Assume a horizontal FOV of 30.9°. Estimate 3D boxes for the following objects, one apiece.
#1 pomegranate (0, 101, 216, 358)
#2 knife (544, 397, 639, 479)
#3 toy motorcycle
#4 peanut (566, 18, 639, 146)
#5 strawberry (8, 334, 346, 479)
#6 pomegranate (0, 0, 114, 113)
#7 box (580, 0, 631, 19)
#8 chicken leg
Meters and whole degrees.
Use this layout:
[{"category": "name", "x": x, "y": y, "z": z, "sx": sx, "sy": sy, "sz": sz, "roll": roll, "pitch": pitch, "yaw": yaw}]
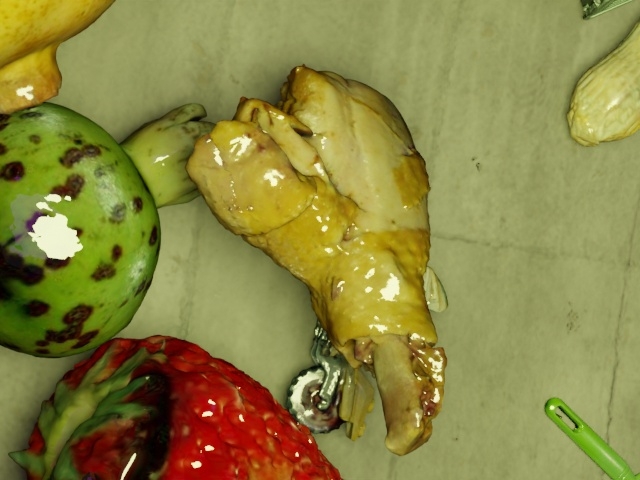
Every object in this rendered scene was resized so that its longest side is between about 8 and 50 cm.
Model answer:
[{"category": "pomegranate", "x": -0.224, "y": -0.012, "z": 1.094, "sx": 0.305, "sy": 0.242, "sz": 0.243, "roll": -3, "pitch": 91, "yaw": -29}, {"category": "knife", "x": 0.336, "y": 0.246, "z": 1.317, "sx": 0.212, "sy": 0.015, "sz": 0.054, "roll": 43, "pitch": 81, "yaw": -10}, {"category": "toy motorcycle", "x": 0.055, "y": 0.102, "z": 1.212, "sx": 0.129, "sy": 0.094, "sz": 0.229, "roll": 22, "pitch": 84, "yaw": -13}, {"category": "peanut", "x": 0.353, "y": -0.186, "z": 1.284, "sx": 0.207, "sy": 0.087, "sz": 0.087, "roll": -45, "pitch": 99, "yaw": -8}, {"category": "strawberry", "x": -0.133, "y": 0.248, "z": 1.087, "sx": 0.291, "sy": 0.291, "sz": 0.310, "roll": -41, "pitch": 117, "yaw": -10}, {"category": "pomegranate", "x": -0.334, "y": -0.284, "z": 0.971, "sx": 0.416, "sy": 0.416, "sz": 0.417, "roll": 0, "pitch": 90, "yaw": -13}, {"category": "box", "x": 0.338, "y": -0.304, "z": 1.285, "sx": 0.122, "sy": 0.084, "sz": 0.069, "roll": -24, "pitch": 86, "yaw": -12}, {"category": "chicken leg", "x": 0.000, "y": 0.000, "z": 1.057, "sx": 0.182, "sy": 0.295, "sz": 0.410, "roll": -32, "pitch": 56, "yaw": 25}]
